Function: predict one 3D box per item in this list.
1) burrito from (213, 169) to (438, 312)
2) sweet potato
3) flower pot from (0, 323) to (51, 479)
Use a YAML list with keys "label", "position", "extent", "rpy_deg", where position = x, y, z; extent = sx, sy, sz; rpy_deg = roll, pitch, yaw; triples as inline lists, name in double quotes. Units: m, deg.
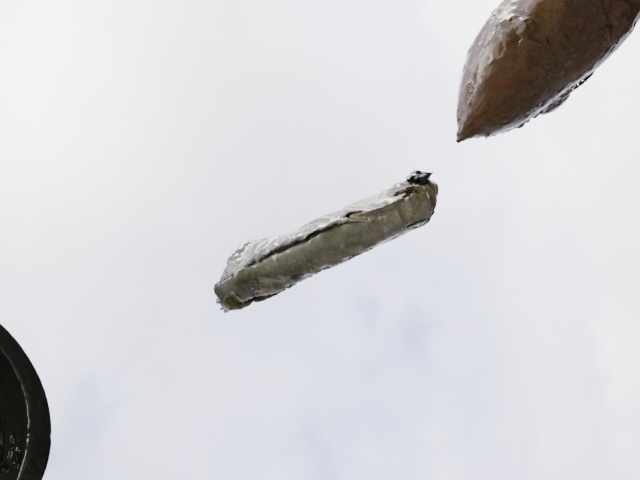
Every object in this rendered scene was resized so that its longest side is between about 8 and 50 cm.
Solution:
- label: "burrito"
  position: [0.001, 0.002, 1.157]
  extent: [0.051, 0.171, 0.042]
  rpy_deg: [-38, -75, -78]
- label: "sweet potato"
  position: [0.127, -0.118, 0.802]
  extent: [0.206, 0.060, 0.068]
  rpy_deg: [-46, -27, -9]
- label: "flower pot"
  position: [-0.342, 0.170, 1.364]
  extent: [0.235, 0.148, 0.235]
  rpy_deg: [11, -123, -17]
